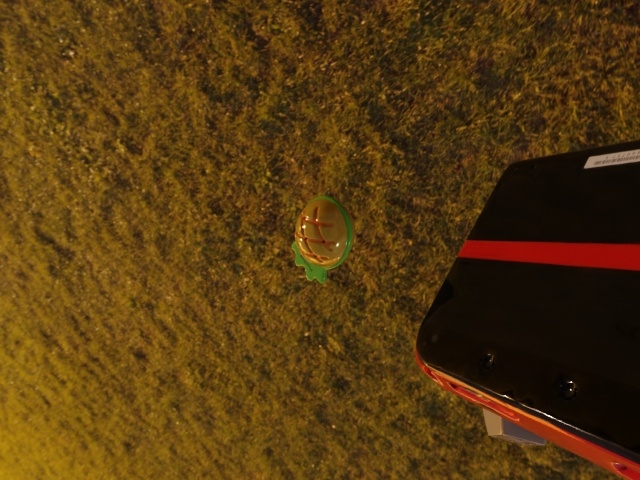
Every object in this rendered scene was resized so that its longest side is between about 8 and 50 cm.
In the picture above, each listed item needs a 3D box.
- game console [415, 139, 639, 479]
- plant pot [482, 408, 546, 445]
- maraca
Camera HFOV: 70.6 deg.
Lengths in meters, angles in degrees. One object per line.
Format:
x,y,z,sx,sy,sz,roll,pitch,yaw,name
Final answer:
0.282,0.038,0.470,0.060,0.341,0.387,37,167,-20,game console
0.354,0.311,0.815,0.109,0.096,0.109,14,156,5,plant pot
0.000,0.000,0.846,0.127,0.099,0.185,52,135,26,maraca
